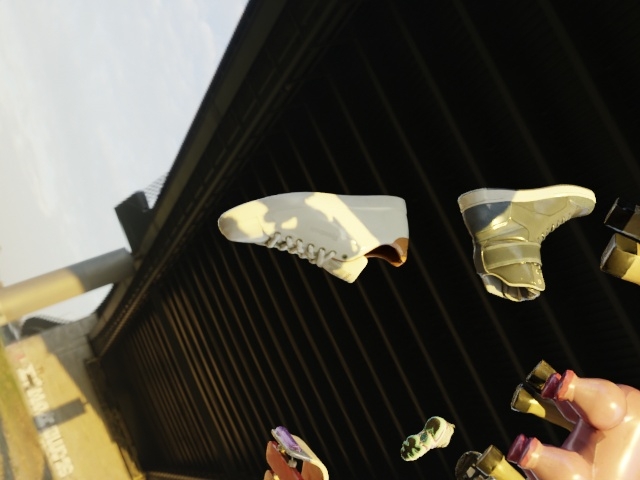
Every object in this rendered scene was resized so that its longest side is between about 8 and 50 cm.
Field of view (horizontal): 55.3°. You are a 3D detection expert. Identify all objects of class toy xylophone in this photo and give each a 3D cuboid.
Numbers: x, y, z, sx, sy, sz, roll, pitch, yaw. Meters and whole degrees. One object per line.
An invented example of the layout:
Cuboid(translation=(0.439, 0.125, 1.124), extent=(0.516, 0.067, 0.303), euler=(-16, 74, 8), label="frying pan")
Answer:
Cuboid(translation=(-0.048, 0.494, 1.041), extent=(0.236, 0.081, 0.322), euler=(165, -67, -69), label="toy xylophone")

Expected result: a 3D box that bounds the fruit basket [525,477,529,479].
Cuboid(translation=(0.273, 0.325, 0.478), extent=(0.353, 0.165, 0.327), euler=(-51, -145, 32), label="fruit basket")

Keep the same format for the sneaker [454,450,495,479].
Cuboid(translation=(0.296, 0.416, 0.914), extent=(0.078, 0.106, 0.234), euler=(-55, -157, 9), label="sneaker")

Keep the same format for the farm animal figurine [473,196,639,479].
Cuboid(translation=(0.247, 0.043, 0.346), extent=(0.172, 0.327, 0.330), euler=(29, -44, 15), label="farm animal figurine")

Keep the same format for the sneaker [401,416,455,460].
Cuboid(translation=(0.187, 0.341, 1.029), extent=(0.098, 0.069, 0.038), euler=(-45, -139, 18), label="sneaker")

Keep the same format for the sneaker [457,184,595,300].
Cuboid(translation=(0.320, 0.005, 0.901), extent=(0.086, 0.226, 0.163), euler=(127, -45, -66), label="sneaker")

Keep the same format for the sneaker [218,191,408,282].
Cuboid(translation=(0.000, 0.000, 0.889), extent=(0.106, 0.290, 0.123), euler=(133, -47, -68), label="sneaker")
